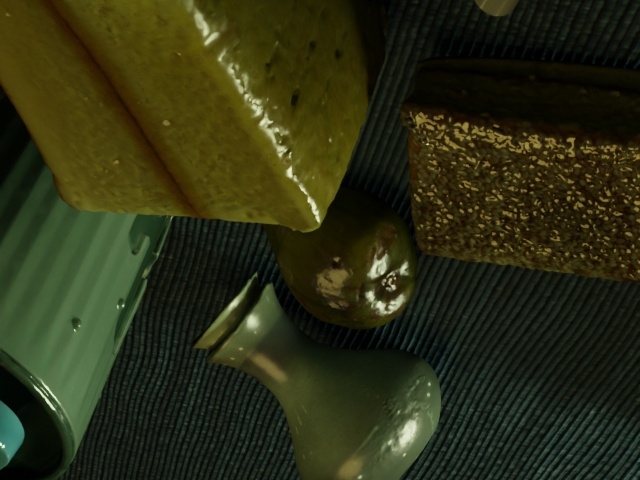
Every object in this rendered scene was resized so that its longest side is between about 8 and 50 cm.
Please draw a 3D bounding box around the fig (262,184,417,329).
[{"bbox_3d":[-0.003,0.017,1.689,0.184,0.127,0.133,1,154,26],"label":"fig"}]

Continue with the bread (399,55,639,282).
[{"bbox_3d":[0.191,-0.061,1.465,0.234,0.111,0.184,10,142,19],"label":"bread"}]

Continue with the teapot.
[{"bbox_3d":[-0.005,0.148,1.852,0.251,0.183,0.183,40,147,-1],"label":"teapot"}]

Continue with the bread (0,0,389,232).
[{"bbox_3d":[-0.118,-0.188,1.311,0.233,0.245,0.362,6,149,23],"label":"bread"}]

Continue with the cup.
[{"bbox_3d":[-0.272,-0.020,1.561,0.310,0.392,0.401,36,147,-17],"label":"cup"}]

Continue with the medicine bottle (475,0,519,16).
[{"bbox_3d":[0.153,-0.246,1.274,0.092,0.061,0.221,47,149,10],"label":"medicine bottle"}]

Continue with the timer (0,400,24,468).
[{"bbox_3d":[-0.388,0.143,1.447,0.250,0.091,0.232,36,141,-15],"label":"timer"}]
